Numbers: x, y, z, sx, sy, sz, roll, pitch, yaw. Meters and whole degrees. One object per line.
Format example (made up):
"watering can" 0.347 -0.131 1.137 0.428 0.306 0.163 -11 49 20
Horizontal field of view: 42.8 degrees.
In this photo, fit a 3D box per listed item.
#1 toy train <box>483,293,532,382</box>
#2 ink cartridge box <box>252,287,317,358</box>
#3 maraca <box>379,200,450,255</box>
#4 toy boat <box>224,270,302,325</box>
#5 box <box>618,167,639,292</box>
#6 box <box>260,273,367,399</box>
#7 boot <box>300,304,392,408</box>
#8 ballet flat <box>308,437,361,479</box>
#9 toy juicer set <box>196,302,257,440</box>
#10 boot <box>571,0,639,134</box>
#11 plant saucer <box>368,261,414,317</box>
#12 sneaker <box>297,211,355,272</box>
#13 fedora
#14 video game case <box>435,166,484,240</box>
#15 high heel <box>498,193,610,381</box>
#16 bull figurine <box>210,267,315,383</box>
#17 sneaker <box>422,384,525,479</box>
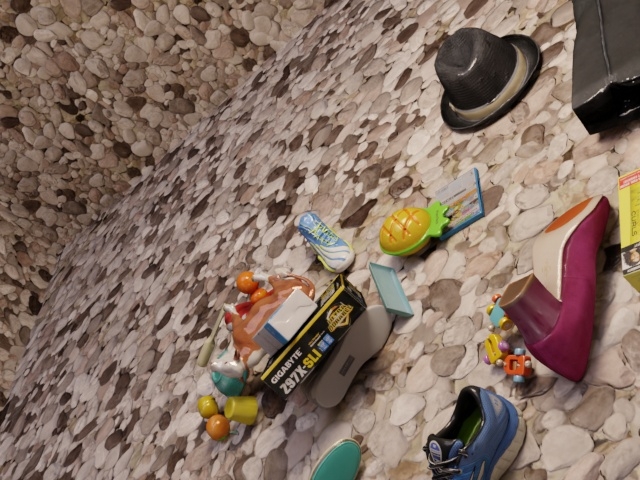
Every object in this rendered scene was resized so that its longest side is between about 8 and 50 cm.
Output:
"toy train" 0.345 0.172 1.455 0.125 0.046 0.166 -23 60 60
"ink cartridge box" -0.082 0.180 1.734 0.104 0.060 0.180 -49 0 -28
"maraca" 0.214 -0.028 1.869 0.185 0.099 0.127 -24 43 29
"toy boat" -0.163 0.147 2.123 0.231 0.151 0.151 -35 6 26
"box" 0.561 -0.026 1.389 0.087 0.058 0.232 -26 35 40
"box" -0.012 0.202 1.805 0.257 0.079 0.322 -47 1 2
"boot" 0.046 0.244 1.789 0.258 0.095 0.123 -51 19 -15
"ballet flat" -0.002 0.493 1.572 0.086 0.086 0.248 2 58 57
"toy juicer set" -0.238 0.351 2.061 0.209 0.089 0.329 -53 37 36
"boot" 0.672 -0.458 1.658 0.367 0.146 0.445 -38 24 42
"plant saucer" 0.154 0.110 1.830 0.192 0.067 0.018 -107 37 -58
"sneaker" 0.000 0.000 2.121 0.091 0.126 0.240 -50 27 1
"fedora" 0.389 -0.441 2.062 0.334 0.152 0.334 -36 31 25
"video game case" 0.317 -0.085 1.875 0.119 0.015 0.166 -33 32 29
"high heel" 0.453 0.072 1.440 0.377 0.181 0.127 -44 6 -33
"bull figurine" -0.146 0.194 1.944 0.310 0.101 0.188 -42 43 -5
"sneaker" 0.210 0.382 1.311 0.129 0.147 0.330 -11 47 51
